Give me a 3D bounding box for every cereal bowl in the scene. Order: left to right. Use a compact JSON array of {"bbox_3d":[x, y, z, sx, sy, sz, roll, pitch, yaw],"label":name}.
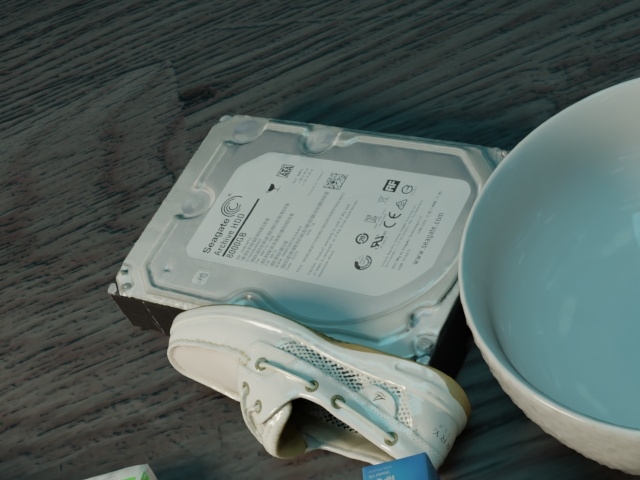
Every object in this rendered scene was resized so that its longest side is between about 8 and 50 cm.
[{"bbox_3d":[0.281,0.035,0.909,0.339,0.141,0.339,-13,47,14],"label":"cereal bowl"}]

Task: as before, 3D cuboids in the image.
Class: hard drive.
[{"bbox_3d":[0.000,0.000,1.124,0.339,0.064,0.237,11,56,32],"label":"hard drive"}]

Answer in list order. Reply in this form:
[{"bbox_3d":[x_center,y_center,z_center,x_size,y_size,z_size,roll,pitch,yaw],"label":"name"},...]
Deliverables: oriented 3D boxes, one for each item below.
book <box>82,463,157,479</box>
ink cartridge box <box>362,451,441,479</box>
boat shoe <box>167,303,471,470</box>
[{"bbox_3d":[-0.187,0.237,0.971,0.096,0.035,0.144,-23,20,16],"label":"book"},{"bbox_3d":[0.069,0.227,0.873,0.052,0.088,0.122,-16,46,11],"label":"ink cartridge box"},{"bbox_3d":[-0.022,0.126,0.997,0.277,0.098,0.096,12,56,31],"label":"boat shoe"}]
